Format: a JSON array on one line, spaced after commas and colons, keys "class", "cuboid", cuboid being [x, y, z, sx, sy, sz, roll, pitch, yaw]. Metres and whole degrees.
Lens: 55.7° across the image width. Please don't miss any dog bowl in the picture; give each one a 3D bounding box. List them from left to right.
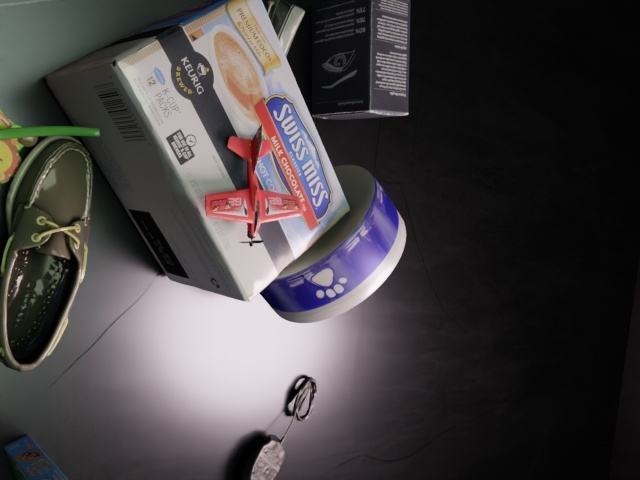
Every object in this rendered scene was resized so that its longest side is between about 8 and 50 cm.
[{"class": "dog bowl", "cuboid": [0.000, 0.000, 0.990, 0.265, 0.264, 0.104, -53, 125, -24]}]

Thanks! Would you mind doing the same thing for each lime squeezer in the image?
[{"class": "lime squeezer", "cuboid": [-0.418, -0.083, 0.703, 0.310, 0.059, 0.110, -38, 90, -11]}]

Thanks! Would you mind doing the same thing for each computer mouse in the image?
[{"class": "computer mouse", "cuboid": [-0.077, 0.359, 1.128, 0.242, 0.041, 0.071, -55, 126, -31]}]

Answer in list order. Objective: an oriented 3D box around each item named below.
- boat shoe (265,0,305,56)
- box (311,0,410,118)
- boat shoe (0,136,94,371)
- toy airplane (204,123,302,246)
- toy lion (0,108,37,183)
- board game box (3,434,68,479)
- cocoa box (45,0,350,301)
[{"class": "boat shoe", "cuboid": [-0.099, -0.296, 0.999, 0.070, 0.078, 0.219, 24, 81, -7]}, {"class": "box", "cuboid": [0.070, -0.325, 1.089, 0.108, 0.153, 0.207, -8, 102, -42]}, {"class": "boat shoe", "cuboid": [-0.350, 0.015, 0.775, 0.109, 0.091, 0.305, 18, 88, -45]}, {"class": "toy airplane", "cuboid": [-0.085, -0.067, 0.746, 0.151, 0.028, 0.151, -8, 102, -42]}, {"class": "toy lion", "cuboid": [-0.414, -0.124, 0.755, 0.096, 0.034, 0.100, -48, 125, -18]}, {"class": "board game box", "cuboid": [-0.333, 0.358, 0.766, 0.039, 0.211, 0.160, -21, 109, -39]}, {"class": "cocoa box", "cuboid": [-0.158, -0.129, 0.849, 0.228, 0.231, 0.347, -42, 121, -30]}]
